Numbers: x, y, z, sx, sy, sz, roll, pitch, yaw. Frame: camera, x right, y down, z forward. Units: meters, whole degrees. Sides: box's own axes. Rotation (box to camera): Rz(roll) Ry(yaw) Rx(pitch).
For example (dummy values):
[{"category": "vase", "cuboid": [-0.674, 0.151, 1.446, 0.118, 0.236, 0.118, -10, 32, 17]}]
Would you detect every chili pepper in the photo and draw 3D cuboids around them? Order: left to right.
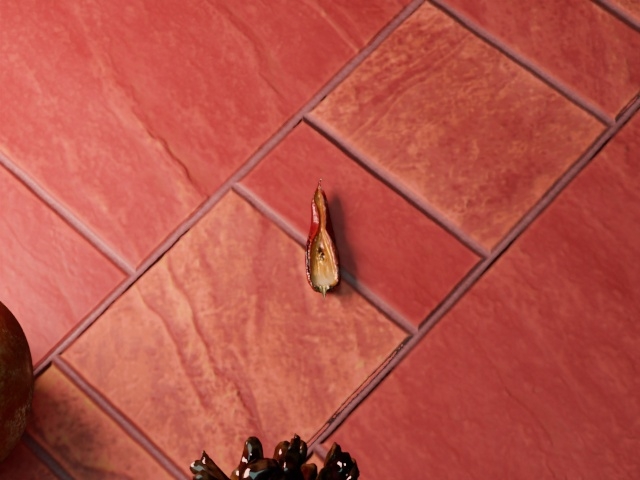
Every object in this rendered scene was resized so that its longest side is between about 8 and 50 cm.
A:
[{"category": "chili pepper", "cuboid": [0.000, 0.000, 1.878, 0.045, 0.027, 0.178, -5, 64, 0]}]

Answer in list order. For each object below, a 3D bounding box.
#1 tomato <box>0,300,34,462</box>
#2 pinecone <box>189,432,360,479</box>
[{"category": "tomato", "cuboid": [-0.470, 0.178, 1.740, 0.270, 0.222, 0.270, -5, 76, 19]}, {"category": "pinecone", "cuboid": [-0.042, 0.352, 1.596, 0.296, 0.242, 0.298, 39, 71, 17]}]
